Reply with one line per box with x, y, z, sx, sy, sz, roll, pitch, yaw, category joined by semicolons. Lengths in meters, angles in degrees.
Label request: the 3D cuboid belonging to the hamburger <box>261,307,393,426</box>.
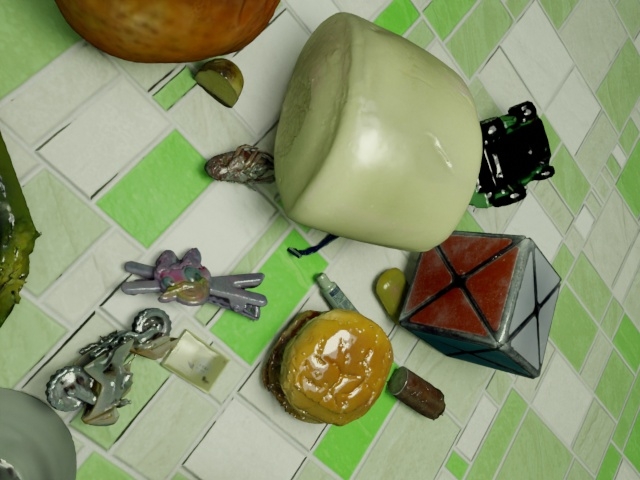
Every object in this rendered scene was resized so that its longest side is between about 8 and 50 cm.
0.018;0.257;0.990;0.244;0.163;0.244;1;88;-30;hamburger

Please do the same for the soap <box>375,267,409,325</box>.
0.181;0.133;1.159;0.089;0.045;0.140;-38;108;-23;soap

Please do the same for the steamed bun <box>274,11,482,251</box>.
0.126;-0.222;0.962;0.371;0.290;0.456;14;60;-24;steamed bun

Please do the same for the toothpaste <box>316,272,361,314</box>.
0.056;0.157;1.092;0.062;0.037;0.216;-46;112;-24;toothpaste

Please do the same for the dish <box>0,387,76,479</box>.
-0.521;0.380;0.707;0.316;0.106;0.316;2;86;-29;dish

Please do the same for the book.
-0.235;0.231;0.932;0.111;0.014;0.077;41;69;-21;book

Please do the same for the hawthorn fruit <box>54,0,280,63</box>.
-0.239;-0.503;0.743;0.471;0.472;0.472;2;86;-30;hawthorn fruit

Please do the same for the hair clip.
-0.217;0.078;0.914;0.278;0.090;0.137;20;43;-30;hair clip

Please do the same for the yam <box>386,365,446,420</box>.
0.227;0.361;1.156;0.141;0.079;0.079;36;70;-22;yam

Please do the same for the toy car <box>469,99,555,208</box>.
0.447;-0.211;1.268;0.358;0.176;0.213;-30;103;-32;toy car

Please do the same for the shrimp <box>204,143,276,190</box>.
-0.140;-0.147;0.983;0.190;0.075;0.073;-4;56;-40;shrimp

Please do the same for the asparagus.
-0.512;-0.053;0.743;0.128;0.108;0.382;-20;98;-30;asparagus

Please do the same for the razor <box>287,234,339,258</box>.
0.000;0.004;1.076;0.154;0.044;0.028;-29;131;-31;razor

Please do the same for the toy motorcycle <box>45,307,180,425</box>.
-0.340;0.220;0.837;0.229;0.094;0.130;-40;111;-39;toy motorcycle

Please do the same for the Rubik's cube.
0.373;0.143;1.122;0.260;0.259;0.255;33;72;-39;Rubik's cube

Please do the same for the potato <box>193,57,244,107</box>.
-0.182;-0.317;0.949;0.096;0.103;0.066;34;74;-25;potato
